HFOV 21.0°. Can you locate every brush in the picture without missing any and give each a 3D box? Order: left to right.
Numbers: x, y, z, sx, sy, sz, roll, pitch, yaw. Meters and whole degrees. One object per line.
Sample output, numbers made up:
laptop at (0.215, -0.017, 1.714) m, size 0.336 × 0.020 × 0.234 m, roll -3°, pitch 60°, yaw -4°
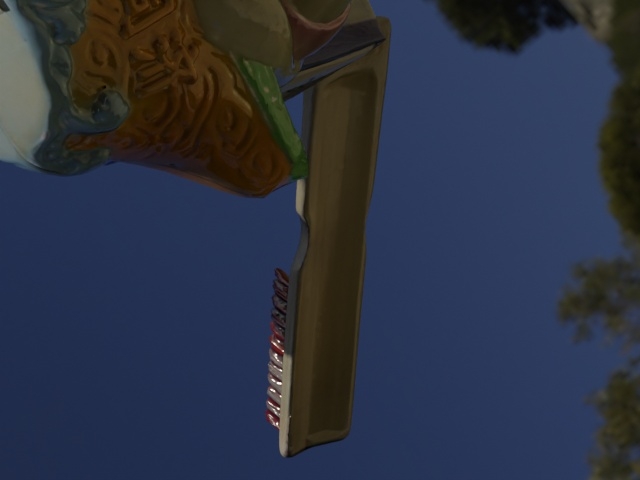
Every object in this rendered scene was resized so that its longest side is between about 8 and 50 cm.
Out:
brush at (0.000, 0.000, 1.119) m, size 0.060 × 0.321 × 0.050 m, roll -15°, pitch -142°, yaw -28°

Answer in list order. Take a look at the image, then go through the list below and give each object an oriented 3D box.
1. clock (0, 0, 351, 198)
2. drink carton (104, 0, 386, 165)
clock at (-0.064, -0.109, 0.461) m, size 0.144 × 0.103 × 0.231 m, roll -43°, pitch -67°, yaw -35°
drink carton at (-0.099, -0.208, 0.843) m, size 0.130 × 0.106 × 0.315 m, roll -22°, pitch -93°, yaw -50°
